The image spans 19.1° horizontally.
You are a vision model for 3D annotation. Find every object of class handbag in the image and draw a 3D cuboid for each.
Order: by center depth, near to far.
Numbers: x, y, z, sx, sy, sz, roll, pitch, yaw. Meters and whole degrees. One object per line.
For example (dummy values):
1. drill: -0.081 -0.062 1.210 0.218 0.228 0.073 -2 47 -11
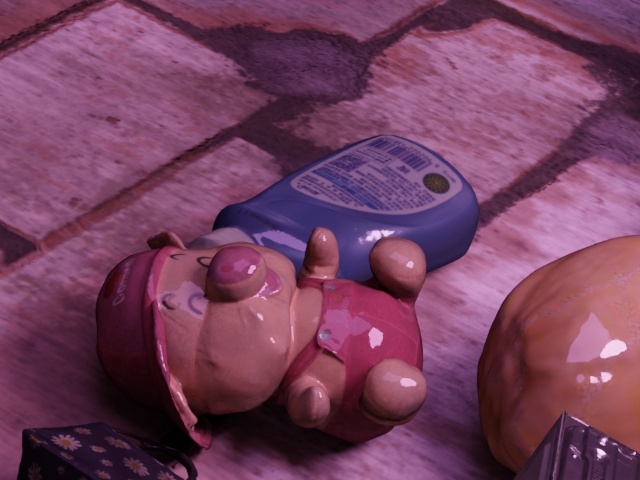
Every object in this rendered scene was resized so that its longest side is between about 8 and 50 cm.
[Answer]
1. handbag: -0.138 0.174 1.345 0.115 0.072 0.139 28 22 26

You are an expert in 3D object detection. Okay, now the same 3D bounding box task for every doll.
1. doll: -0.046 0.072 1.450 0.255 0.152 0.196 7 19 -2

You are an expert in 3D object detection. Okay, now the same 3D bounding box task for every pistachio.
1. pistachio: 0.224 0.096 1.500 0.181 0.162 0.293 49 40 6

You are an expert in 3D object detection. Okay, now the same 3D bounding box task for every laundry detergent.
1. laundry detergent: 0.000 0.000 1.642 0.290 0.094 0.143 -24 52 -40

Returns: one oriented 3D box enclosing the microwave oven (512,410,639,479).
1. microwave oven: 0.218 0.234 1.270 0.208 0.122 0.162 29 33 -4
